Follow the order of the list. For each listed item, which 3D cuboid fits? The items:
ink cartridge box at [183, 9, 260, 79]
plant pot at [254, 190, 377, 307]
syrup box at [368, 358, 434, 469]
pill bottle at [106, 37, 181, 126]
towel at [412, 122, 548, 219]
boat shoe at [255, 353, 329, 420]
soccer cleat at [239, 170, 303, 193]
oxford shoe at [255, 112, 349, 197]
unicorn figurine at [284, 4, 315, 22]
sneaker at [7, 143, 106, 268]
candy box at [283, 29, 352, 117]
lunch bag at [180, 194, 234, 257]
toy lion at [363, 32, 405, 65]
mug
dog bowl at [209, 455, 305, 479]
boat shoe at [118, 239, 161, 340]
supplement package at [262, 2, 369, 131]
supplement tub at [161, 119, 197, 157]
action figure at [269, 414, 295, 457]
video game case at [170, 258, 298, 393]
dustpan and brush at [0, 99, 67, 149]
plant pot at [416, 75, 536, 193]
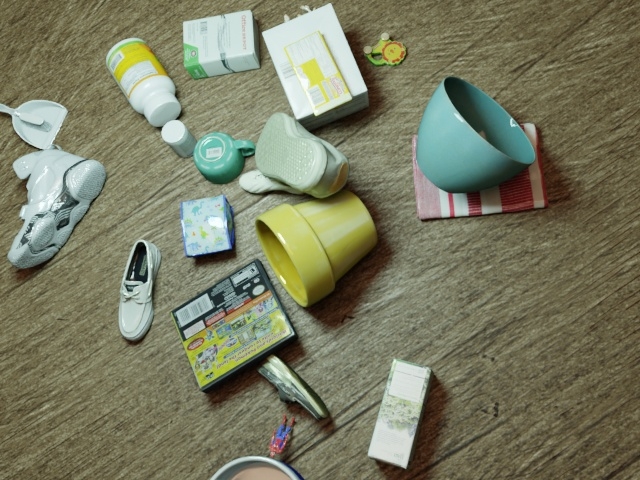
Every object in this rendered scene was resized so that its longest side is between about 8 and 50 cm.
[{"bbox_3d":[-0.284,-0.566,2.107,0.208,0.087,0.153,-7,71,9],"label":"ink cartridge box"},{"bbox_3d":[0.000,0.000,1.806,0.239,0.254,0.254,-30,69,-17],"label":"plant pot"},{"bbox_3d":[0.191,0.407,1.705,0.093,0.096,0.237,13,76,16],"label":"syrup box"},{"bbox_3d":[-0.501,-0.449,2.084,0.136,0.136,0.245,-34,70,-1],"label":"pill bottle"},{"bbox_3d":[0.407,-0.180,1.883,0.329,0.037,0.237,-5,73,9],"label":"towel"},{"bbox_3d":[-0.072,0.366,1.781,0.073,0.080,0.223,-47,65,0],"label":"boat shoe"},{"bbox_3d":[-0.128,-0.162,1.955,0.196,0.076,0.068,6,74,13],"label":"soccer cleat"},{"bbox_3d":[-0.056,-0.213,1.851,0.449,0.130,0.169,42,112,59],"label":"oxford shoe"},{"bbox_3d":[-0.053,-0.609,2.090,0.162,0.060,0.111,-40,76,-7],"label":"unicorn figurine"},{"bbox_3d":[-0.784,-0.105,2.033,0.210,0.137,0.366,29,75,18],"label":"sneaker"},{"bbox_3d":[-0.007,-0.430,1.876,0.105,0.027,0.206,-25,81,0],"label":"candy box"},{"bbox_3d":[-0.299,-0.031,1.936,0.129,0.096,0.151,-11,61,7],"label":"lunch bag"},{"bbox_3d":[0.185,-0.526,2.039,0.100,0.034,0.096,-37,77,-2],"label":"toy lion"},{"bbox_3d":[-0.274,-0.242,1.996,0.129,0.097,0.158,37,83,19],"label":"mug"},{"bbox_3d":[-0.146,0.640,1.690,0.265,0.104,0.265,-3,72,9],"label":"dog bowl"},{"bbox_3d":[-0.485,0.128,1.923,0.096,0.088,0.267,9,74,13],"label":"boat shoe"},{"bbox_3d":[-0.011,-0.460,1.968,0.204,0.145,0.262,-22,81,3],"label":"supplement package"},{"bbox_3d":[-0.391,-0.281,2.025,0.071,0.107,0.071,-3,72,9],"label":"supplement tub"},{"bbox_3d":[-0.096,0.471,1.746,0.038,0.030,0.115,16,47,10],"label":"action figure"},{"bbox_3d":[-0.224,0.213,1.844,0.275,0.035,0.248,-31,58,3],"label":"video game case"},{"bbox_3d":[-0.884,-0.368,2.170,0.211,0.060,0.147,18,77,15],"label":"dustpan and brush"},{"bbox_3d":[0.348,-0.227,1.770,0.195,0.290,0.290,-48,66,32],"label":"plant pot"}]
